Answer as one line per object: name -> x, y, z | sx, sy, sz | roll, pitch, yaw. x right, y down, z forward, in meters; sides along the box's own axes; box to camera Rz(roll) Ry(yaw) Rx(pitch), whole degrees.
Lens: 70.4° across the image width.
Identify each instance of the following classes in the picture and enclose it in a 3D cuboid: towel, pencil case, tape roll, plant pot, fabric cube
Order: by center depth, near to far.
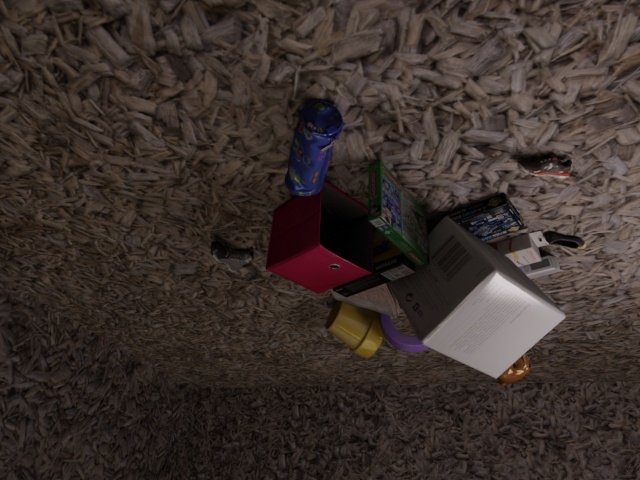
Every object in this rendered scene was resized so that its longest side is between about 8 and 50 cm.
pencil case -> -0.021, -0.246, 1.285 | 0.119, 0.133, 0.306 | -21, 157, -24
fabric cube -> 0.000, 0.000, 1.546 | 0.254, 0.259, 0.258 | 29, 140, -36
towel -> 0.150, 0.189, 1.852 | 0.332, 0.053, 0.317 | 14, 150, 30
tape roll -> 0.409, 0.358, 2.047 | 0.275, 0.274, 0.090 | -2, 147, 9
plant pot -> 0.167, 0.406, 2.200 | 0.239, 0.254, 0.254 | 28, 143, -7

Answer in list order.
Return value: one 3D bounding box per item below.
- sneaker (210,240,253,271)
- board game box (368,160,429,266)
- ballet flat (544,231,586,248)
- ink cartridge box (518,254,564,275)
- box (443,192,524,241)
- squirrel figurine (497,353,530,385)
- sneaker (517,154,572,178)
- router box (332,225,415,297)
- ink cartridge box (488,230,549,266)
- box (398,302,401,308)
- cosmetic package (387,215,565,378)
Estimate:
sneaker -> -0.342, 0.053, 1.837 | 0.132, 0.086, 0.228 | -10, 155, 12
board game box -> 0.253, -0.078, 1.442 | 0.046, 0.213, 0.317 | -20, 140, 32
ballet flat -> 0.900, 0.011, 1.668 | 0.173, 0.049, 0.057 | 12, 147, -12
ink cartridge box -> 0.829, 0.130, 1.857 | 0.275, 0.060, 0.239 | -21, 164, 33
box -> 0.569, -0.065, 1.581 | 0.220, 0.051, 0.175 | -22, 139, 33
squirrel figurine -> 0.785, 0.483, 2.117 | 0.397, 0.370, 0.281 | -10, 145, 20
sneaker -> 0.661, -0.226, 1.335 | 0.158, 0.061, 0.064 | 5, 120, -5
router box -> 0.182, 0.041, 1.608 | 0.309, 0.242, 0.081 | -27, 137, 37
ink cartridge box -> 0.752, 0.042, 1.715 | 0.198, 0.067, 0.115 | -22, 139, 33
box -> 0.407, 0.155, 1.833 | 0.270, 0.143, 0.165 | -17, 130, 30
cosmetic package -> 0.512, 0.195, 1.536 | 0.394, 0.329, 0.327 | 29, 111, -27
